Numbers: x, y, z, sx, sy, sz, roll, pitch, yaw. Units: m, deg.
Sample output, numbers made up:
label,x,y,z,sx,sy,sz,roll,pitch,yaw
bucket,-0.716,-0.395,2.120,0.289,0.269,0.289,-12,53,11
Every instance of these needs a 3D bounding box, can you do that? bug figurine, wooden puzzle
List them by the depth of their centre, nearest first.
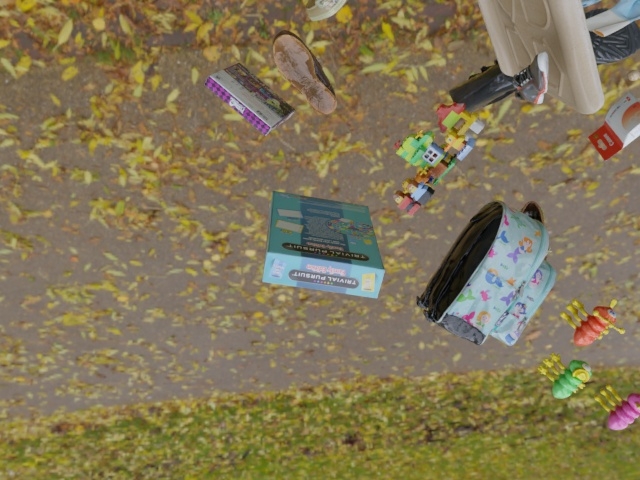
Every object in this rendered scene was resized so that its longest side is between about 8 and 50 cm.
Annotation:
label,x,y,z,sx,sy,sz,roll,pitch,yaw
bug figurine,0.538,0.234,1.064,0.279,0.072,0.216,30,115,0
wooden puzzle,0.455,-0.454,1.239,0.080,0.348,0.322,-32,122,2

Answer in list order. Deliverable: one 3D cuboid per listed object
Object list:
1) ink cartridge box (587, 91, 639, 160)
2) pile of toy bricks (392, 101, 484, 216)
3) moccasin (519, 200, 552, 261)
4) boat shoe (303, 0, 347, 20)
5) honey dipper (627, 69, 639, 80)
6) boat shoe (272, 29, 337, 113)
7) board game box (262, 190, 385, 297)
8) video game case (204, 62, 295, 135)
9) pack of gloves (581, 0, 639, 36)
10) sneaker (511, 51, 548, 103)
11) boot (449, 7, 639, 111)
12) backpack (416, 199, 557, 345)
label,x,y,z,sx,sy,sz,roll,pitch,yaw
ink cartridge box,0.910,-0.350,1.822,0.045,0.145,0.179,32,123,-28
pile of toy bricks,0.181,-0.150,1.062,0.105,0.118,0.212,36,133,-2
moccasin,0.714,0.042,2.022,0.139,0.380,0.147,7,153,23
boat shoe,0.044,-0.655,1.504,0.089,0.104,0.285,28,153,-30
honey dipper,0.584,-0.269,0.995,0.161,0.030,0.030,-1,147,-14
boat shoe,-0.035,-0.350,1.223,0.073,0.073,0.207,-23,137,15
board game box,0.000,0.000,1.404,0.254,0.336,0.079,9,117,-6
video game case,-0.205,-0.428,1.783,0.232,0.210,0.042,39,122,-4
pack of gloves,0.717,-0.606,1.491,0.232,0.195,0.046,-28,142,-18
sneaker,0.406,-0.309,1.159,0.065,0.061,0.158,4,165,15
boot,0.642,-0.507,1.763,0.367,0.146,0.445,-12,177,-16
backpack,0.321,0.058,1.119,0.191,0.225,0.253,24,98,-1
